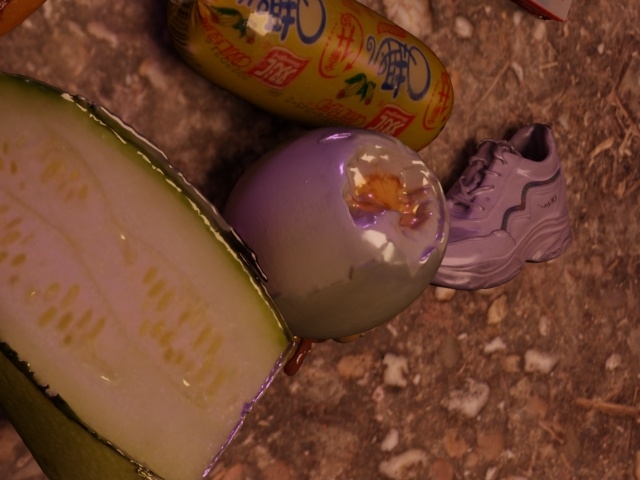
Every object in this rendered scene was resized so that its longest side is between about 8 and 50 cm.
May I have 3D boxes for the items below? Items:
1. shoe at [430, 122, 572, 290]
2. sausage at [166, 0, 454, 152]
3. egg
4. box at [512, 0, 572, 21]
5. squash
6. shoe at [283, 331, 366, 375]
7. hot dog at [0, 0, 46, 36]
[{"bbox_3d":[0.167,-0.034,1.696,0.245,0.095,0.137,-18,109,-43],"label":"shoe"},{"bbox_3d":[-0.005,-0.160,1.473,0.347,0.123,0.123,22,85,-45],"label":"sausage"},{"bbox_3d":[0.000,0.000,1.460,0.183,0.217,0.183,23,52,-32],"label":"egg"},{"bbox_3d":[0.188,-0.311,1.669,0.229,0.050,0.123,21,88,-45],"label":"box"},{"bbox_3d":[-0.185,0.013,1.291,0.233,0.210,0.309,-52,136,-39],"label":"squash"},{"bbox_3d":[-0.011,0.080,1.569,0.109,0.072,0.069,-21,76,-44],"label":"shoe"},{"bbox_3d":[-0.213,-0.239,1.269,0.249,0.076,0.102,-48,133,-12],"label":"hot dog"}]
